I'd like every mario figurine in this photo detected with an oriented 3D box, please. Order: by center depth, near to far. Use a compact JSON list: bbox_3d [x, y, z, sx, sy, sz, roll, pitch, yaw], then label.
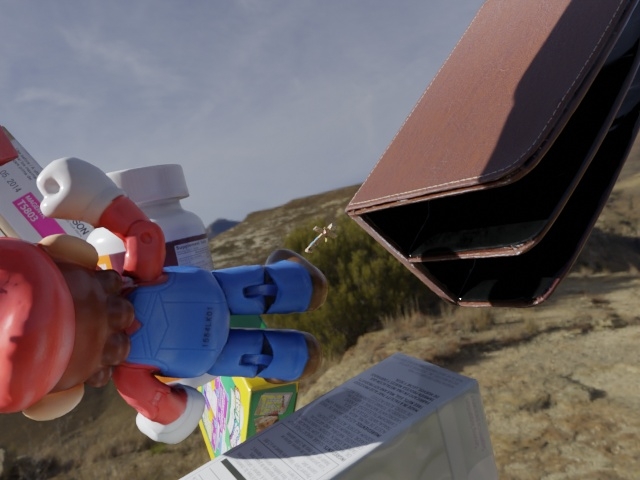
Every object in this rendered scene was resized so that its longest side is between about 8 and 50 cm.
[{"bbox_3d":[-0.157,0.057,0.441,0.321,0.198,0.170,9,-41,-40],"label":"mario figurine"}]

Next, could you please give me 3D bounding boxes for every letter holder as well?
[{"bbox_3d":[0.200,-0.105,0.450,0.302,0.152,0.214,-56,19,-20],"label":"letter holder"}]

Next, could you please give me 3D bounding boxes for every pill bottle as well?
[{"bbox_3d":[-0.171,0.039,0.544,0.121,0.221,0.121,-12,5,1],"label":"pill bottle"}]

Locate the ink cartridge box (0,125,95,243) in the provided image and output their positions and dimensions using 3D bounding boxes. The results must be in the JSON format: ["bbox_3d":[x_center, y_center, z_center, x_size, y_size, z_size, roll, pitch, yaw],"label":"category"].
[{"bbox_3d":[-0.368,-0.007,0.706,0.088,0.234,0.193,-40,-7,-25],"label":"ink cartridge box"}]

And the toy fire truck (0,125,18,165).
[{"bbox_3d":[-0.282,-0.018,0.273,0.192,0.047,0.135,-21,19,7],"label":"toy fire truck"}]

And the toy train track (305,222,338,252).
[{"bbox_3d":[0.000,0.000,0.930,0.048,0.014,0.083,21,-47,-29],"label":"toy train track"}]

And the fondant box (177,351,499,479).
[{"bbox_3d":[-0.014,0.258,0.349,0.330,0.238,0.096,-22,14,-28],"label":"fondant box"}]

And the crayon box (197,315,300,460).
[{"bbox_3d":[-0.169,0.337,1.095,0.106,0.362,0.313,-6,31,-27],"label":"crayon box"}]
